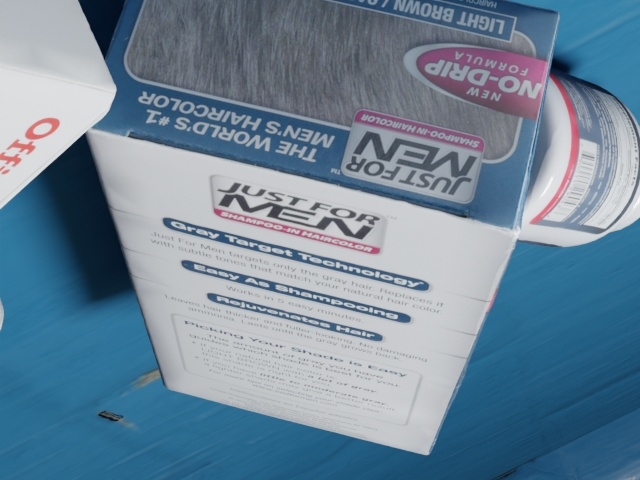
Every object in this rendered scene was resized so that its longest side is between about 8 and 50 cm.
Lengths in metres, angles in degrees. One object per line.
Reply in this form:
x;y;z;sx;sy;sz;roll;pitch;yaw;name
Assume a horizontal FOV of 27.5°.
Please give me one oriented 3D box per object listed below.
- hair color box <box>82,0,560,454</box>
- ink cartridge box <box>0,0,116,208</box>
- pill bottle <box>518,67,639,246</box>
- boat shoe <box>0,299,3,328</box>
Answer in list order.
0.000;0.000;0.658;0.174;0.105;0.347;13;158;4;hair color box
-0.195;-0.054;0.436;0.148;0.086;0.203;-36;158;26;ink cartridge box
0.136;-0.050;0.802;0.108;0.108;0.180;-37;157;27;pill bottle
-0.217;0.018;0.631;0.063;0.066;0.184;-35;148;25;boat shoe
